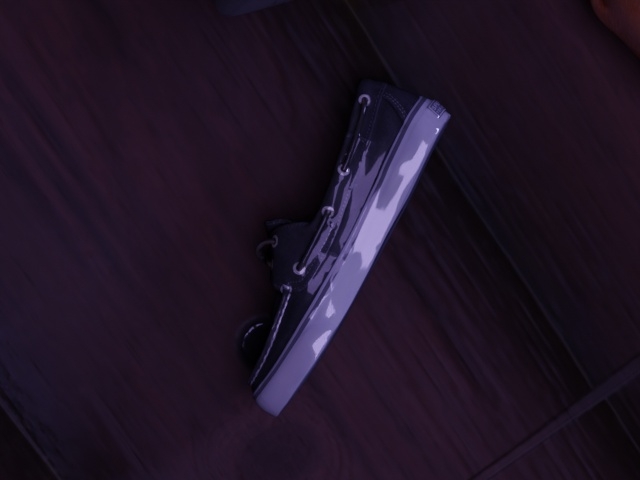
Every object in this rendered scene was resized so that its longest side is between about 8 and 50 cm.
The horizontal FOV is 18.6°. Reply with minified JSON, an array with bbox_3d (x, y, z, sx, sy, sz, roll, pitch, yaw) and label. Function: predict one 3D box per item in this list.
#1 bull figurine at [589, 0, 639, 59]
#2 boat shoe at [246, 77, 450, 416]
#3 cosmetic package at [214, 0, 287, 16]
[{"bbox_3d":[0.318,-0.106,1.278,0.188,0.101,0.310,-44,103,4],"label":"bull figurine"},{"bbox_3d":[0.000,0.000,1.259,0.076,0.080,0.228,28,97,4],"label":"boat shoe"},{"bbox_3d":[0.073,-0.328,1.029,0.327,0.394,0.329,-16,94,-7],"label":"cosmetic package"}]
